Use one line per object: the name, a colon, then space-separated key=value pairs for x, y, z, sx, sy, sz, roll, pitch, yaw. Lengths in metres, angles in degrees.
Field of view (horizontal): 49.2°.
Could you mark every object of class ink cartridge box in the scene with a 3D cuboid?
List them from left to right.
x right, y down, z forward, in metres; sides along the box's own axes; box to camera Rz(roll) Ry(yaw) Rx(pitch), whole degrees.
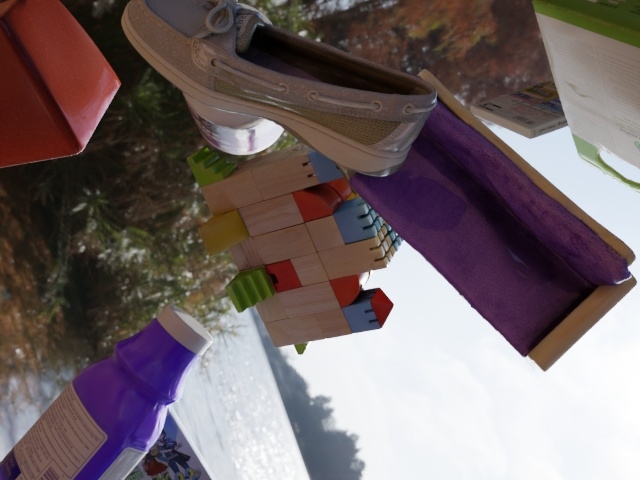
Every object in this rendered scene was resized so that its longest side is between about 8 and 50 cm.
ink cartridge box: x=0.364 y=-0.173 z=0.798 sx=0.255 sy=0.097 sz=0.189 roll=56 pitch=-4 yaw=-39

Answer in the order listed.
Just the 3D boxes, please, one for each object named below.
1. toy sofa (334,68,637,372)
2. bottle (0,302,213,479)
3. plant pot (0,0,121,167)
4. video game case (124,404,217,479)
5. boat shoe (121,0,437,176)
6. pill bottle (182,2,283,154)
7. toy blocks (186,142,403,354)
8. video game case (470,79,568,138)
toy sofa: x=0.185 y=-0.024 z=0.841 sx=0.362 sy=0.150 sz=0.177 roll=47 pitch=0 yaw=20
bottle: x=-0.234 y=0.196 z=0.765 sx=0.118 sy=0.283 sz=0.092 roll=38 pitch=-4 yaw=39
plant pot: x=-0.547 y=-0.299 z=1.223 sx=0.267 sy=0.266 sz=0.236 roll=-86 pitch=165 yaw=-51
video game case: x=-0.287 y=0.407 z=0.944 sx=0.300 sy=0.328 sz=0.036 roll=66 pitch=-7 yaw=-22
boat shoe: x=-0.042 y=-0.178 z=0.700 sx=0.103 sy=0.320 sz=0.118 roll=-61 pitch=-179 yaw=41
pill bottle: x=-0.126 y=-0.239 z=1.060 sx=0.301 sy=0.169 sz=0.169 roll=127 pitch=-57 yaw=-83
toy blocks: x=0.000 y=0.000 z=1.062 sx=0.382 sy=0.260 sz=0.191 roll=67 pitch=29 yaw=-17
video game case: x=0.431 y=-0.260 z=1.368 sx=0.212 sy=0.193 sz=0.023 roll=-131 pitch=-157 yaw=-61
